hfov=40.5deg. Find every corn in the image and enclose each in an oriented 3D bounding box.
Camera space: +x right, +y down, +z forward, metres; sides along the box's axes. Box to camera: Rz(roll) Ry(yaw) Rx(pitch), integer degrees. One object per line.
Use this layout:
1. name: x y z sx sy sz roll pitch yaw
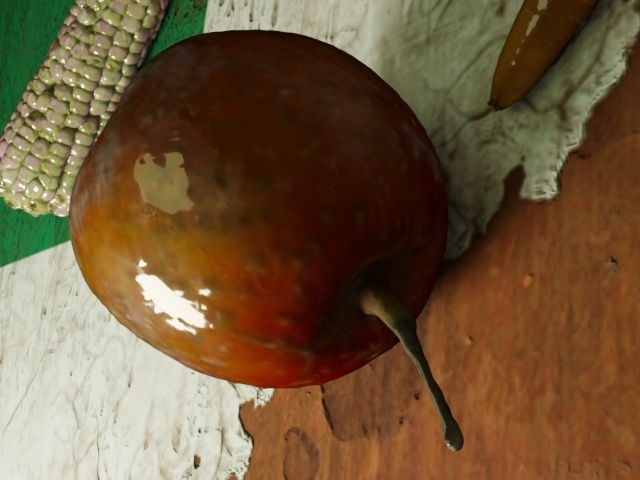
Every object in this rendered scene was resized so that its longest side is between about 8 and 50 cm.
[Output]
1. corn: -0.295 -0.185 1.058 0.127 0.127 0.335 40 106 51

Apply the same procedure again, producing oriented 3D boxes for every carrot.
1. carrot: 0.179 -0.193 0.509 0.271 0.066 0.062 -47 -1 33

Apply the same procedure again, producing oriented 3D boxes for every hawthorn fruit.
1. hawthorn fruit: -0.023 -0.018 0.574 0.231 0.263 0.235 107 -178 -76
